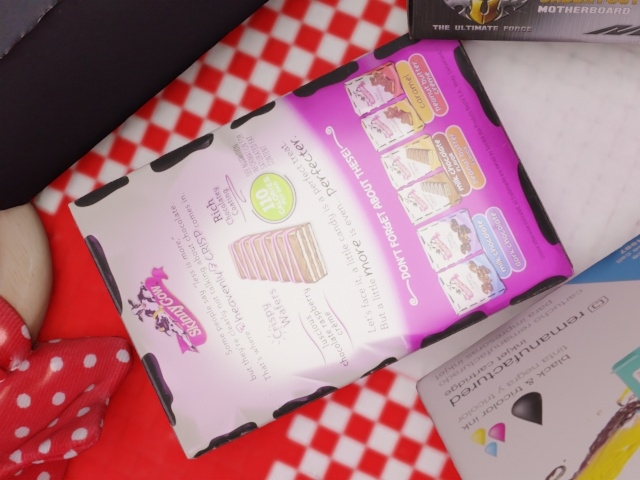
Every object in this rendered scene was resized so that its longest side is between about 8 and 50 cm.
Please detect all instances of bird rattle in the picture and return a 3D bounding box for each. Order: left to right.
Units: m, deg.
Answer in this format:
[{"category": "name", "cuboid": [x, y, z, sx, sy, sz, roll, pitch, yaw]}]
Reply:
[{"category": "bird rattle", "cuboid": [-0.233, 0.040, 0.544, 0.253, 0.143, 0.207, 1, 72, 2]}]

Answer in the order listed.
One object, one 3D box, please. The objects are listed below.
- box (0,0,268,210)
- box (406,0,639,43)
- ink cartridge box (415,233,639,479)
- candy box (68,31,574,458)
[{"category": "box", "cuboid": [-0.177, -0.228, 0.440, 0.312, 0.179, 0.343, -35, 88, 20]}, {"category": "box", "cuboid": [0.165, -0.190, 0.511, 0.231, 0.056, 0.183, 3, 62, 6]}, {"category": "ink cartridge box", "cuboid": [0.196, 0.132, 0.400, 0.198, 0.270, 0.197, -34, 106, 3]}, {"category": "candy box", "cuboid": [0.000, 0.000, 0.547, 0.233, 0.071, 0.159, -26, 86, 3]}]
